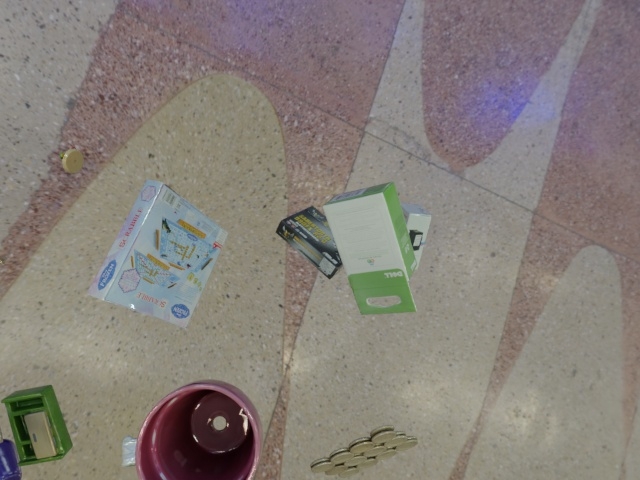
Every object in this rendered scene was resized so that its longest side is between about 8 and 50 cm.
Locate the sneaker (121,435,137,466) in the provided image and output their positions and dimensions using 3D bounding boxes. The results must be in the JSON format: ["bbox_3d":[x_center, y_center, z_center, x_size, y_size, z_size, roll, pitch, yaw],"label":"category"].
[{"bbox_3d":[-0.534,0.647,1.354,0.232,0.090,0.115,-5,61,-36],"label":"sneaker"}]

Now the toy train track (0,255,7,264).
[{"bbox_3d":[-0.804,0.046,1.006,0.014,0.083,0.048,-42,87,-1],"label":"toy train track"}]

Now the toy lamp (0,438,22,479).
[{"bbox_3d":[-0.603,0.325,0.705,0.274,0.080,0.080,29,79,24],"label":"toy lamp"}]

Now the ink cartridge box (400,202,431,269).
[{"bbox_3d":[0.269,-0.017,1.273,0.072,0.127,0.175,7,110,-8],"label":"ink cartridge box"}]

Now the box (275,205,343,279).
[{"bbox_3d":[0.000,0.000,1.302,0.231,0.056,0.183,41,35,13],"label":"box"}]

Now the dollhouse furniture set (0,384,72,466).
[{"bbox_3d":[-0.232,0.158,0.266,0.075,0.152,0.059,-11,97,0],"label":"dollhouse furniture set"}]

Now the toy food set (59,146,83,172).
[{"bbox_3d":[-0.800,-0.259,1.330,0.020,0.083,0.083,16,123,12],"label":"toy food set"}]

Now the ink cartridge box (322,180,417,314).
[{"bbox_3d":[0.093,0.017,0.689,0.062,0.108,0.210,-43,118,-54],"label":"ink cartridge box"}]

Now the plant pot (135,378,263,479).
[{"bbox_3d":[-0.196,0.344,0.737,0.201,0.180,0.202,0,81,-1],"label":"plant pot"}]

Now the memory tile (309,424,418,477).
[{"bbox_3d":[0.066,0.318,0.616,0.148,0.012,0.113,-35,134,18],"label":"memory tile"}]

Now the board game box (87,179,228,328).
[{"bbox_3d":[-0.420,0.051,1.133,0.318,0.065,0.319,-69,153,-17],"label":"board game box"}]
